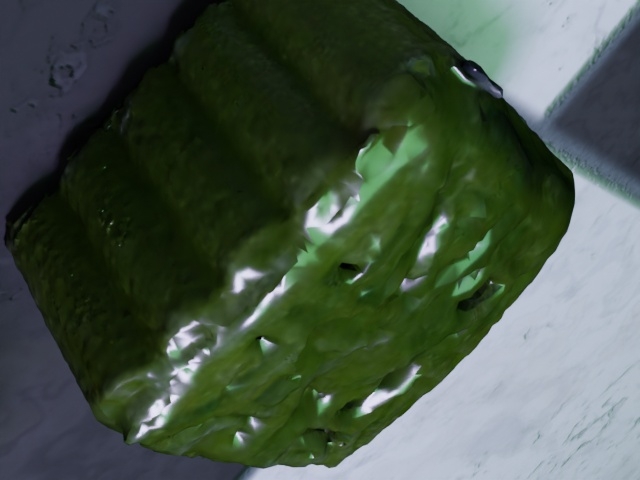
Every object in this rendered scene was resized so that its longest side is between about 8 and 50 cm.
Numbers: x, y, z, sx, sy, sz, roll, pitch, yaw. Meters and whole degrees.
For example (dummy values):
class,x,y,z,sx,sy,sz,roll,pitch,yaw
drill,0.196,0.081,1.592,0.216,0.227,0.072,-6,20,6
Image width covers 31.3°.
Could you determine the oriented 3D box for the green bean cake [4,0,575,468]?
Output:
class,x,y,z,sx,sy,sz,roll,pitch,yaw
green bean cake,0.000,0.000,0.619,0.247,0.156,0.250,-46,147,10
